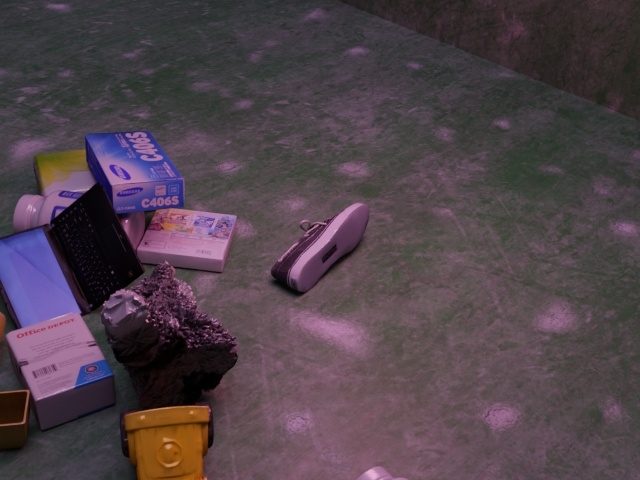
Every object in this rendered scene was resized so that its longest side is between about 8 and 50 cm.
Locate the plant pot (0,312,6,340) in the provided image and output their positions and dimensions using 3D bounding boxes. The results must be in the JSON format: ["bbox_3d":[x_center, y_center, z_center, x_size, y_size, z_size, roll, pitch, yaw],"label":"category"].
[{"bbox_3d":[-0.689,0.200,1.595,0.134,0.134,0.095,-5,63,-13],"label":"plant pot"}]

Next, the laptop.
[{"bbox_3d":[-0.548,0.037,1.725,0.234,0.264,0.136,61,22,13],"label":"laptop"}]

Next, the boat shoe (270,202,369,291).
[{"bbox_3d":[0.000,0.003,1.943,0.105,0.113,0.306,22,54,31],"label":"boat shoe"}]

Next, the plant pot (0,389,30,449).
[{"bbox_3d":[-0.560,0.328,1.453,0.081,0.083,0.081,-3,36,-11],"label":"plant pot"}]

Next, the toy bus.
[{"bbox_3d":[-0.250,0.387,1.354,0.150,0.220,0.211,-5,70,-14],"label":"toy bus"}]

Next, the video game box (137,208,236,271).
[{"bbox_3d":[-0.320,-0.005,1.969,0.205,0.048,0.187,7,38,2],"label":"video game box"}]

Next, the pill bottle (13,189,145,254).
[{"bbox_3d":[-0.562,-0.036,1.895,0.272,0.152,0.152,7,36,4],"label":"pill bottle"}]

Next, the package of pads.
[{"bbox_3d":[-0.571,-0.148,2.091,0.297,0.101,0.229,-11,38,-19],"label":"package of pads"}]

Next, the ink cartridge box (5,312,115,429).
[{"bbox_3d":[-0.502,0.247,1.569,0.148,0.085,0.203,-17,40,-27],"label":"ink cartridge box"}]

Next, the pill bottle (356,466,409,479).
[{"bbox_3d":[0.141,0.468,1.312,0.117,0.117,0.215,-21,43,-31],"label":"pill bottle"}]

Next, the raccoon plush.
[{"bbox_3d":[-0.314,0.112,1.516,0.216,0.446,0.299,-26,58,-17],"label":"raccoon plush"}]

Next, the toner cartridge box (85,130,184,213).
[{"bbox_3d":[-0.448,-0.170,1.934,0.165,0.075,0.348,-8,29,-23],"label":"toner cartridge box"}]
